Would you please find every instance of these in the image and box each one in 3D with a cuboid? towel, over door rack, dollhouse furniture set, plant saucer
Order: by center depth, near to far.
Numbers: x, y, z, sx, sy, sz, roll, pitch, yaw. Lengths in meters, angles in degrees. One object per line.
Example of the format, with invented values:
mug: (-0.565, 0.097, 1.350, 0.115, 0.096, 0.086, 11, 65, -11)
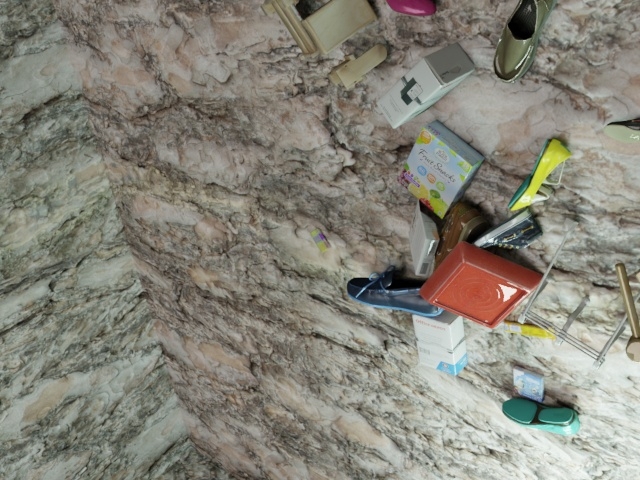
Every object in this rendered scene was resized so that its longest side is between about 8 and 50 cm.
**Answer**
over door rack: (0.664, 0.127, 1.801, 0.239, 0.108, 0.324, 33, 123, 25)
plant saucer: (0.433, 0.138, 1.984, 0.259, 0.048, 0.258, 22, 138, -8)
dollhouse furniture set: (0.014, -0.592, 2.031, 0.303, 0.173, 0.355, 56, 174, -19)
towel: (0.000, 0.000, 2.491, 0.083, 0.009, 0.060, 57, 143, 0)

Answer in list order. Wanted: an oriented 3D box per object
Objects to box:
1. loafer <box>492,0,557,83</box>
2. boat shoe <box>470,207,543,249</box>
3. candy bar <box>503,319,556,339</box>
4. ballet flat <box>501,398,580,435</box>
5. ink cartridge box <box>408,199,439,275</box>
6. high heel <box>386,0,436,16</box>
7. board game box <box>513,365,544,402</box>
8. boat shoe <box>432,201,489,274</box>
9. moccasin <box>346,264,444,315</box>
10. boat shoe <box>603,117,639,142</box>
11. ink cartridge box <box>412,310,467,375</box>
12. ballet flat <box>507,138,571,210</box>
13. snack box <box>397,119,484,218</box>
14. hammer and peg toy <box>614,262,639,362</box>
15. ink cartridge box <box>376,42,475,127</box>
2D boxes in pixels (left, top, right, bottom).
loafer: (0.439, -0.460, 1.622, 0.094, 0.087, 0.251, 37, 138, 24)
boat shoe: (0.482, -0.003, 1.886, 0.183, 0.065, 0.083, -33, 92, 29)
candy bar: (0.581, 0.249, 2.034, 0.161, 0.018, 0.040, 5, 116, 46)
ballet flat: (0.644, 0.524, 2.118, 0.247, 0.083, 0.087, -3, 132, 50)
ink cartridge box: (0.294, -0.010, 2.084, 0.045, 0.179, 0.146, 6, 132, -4)
high heel: (0.192, -0.636, 1.775, 0.244, 0.082, 0.117, 43, 148, 34)
board game box: (0.609, 0.420, 2.124, 0.090, 0.020, 0.090, 16, 126, 39)
boat shoe: (0.376, 0.026, 2.038, 0.104, 0.110, 0.307, 52, 138, 33)
moccasin: (0.239, 0.140, 2.260, 0.341, 0.137, 0.117, 6, 117, 29)
boat shoe: (0.679, -0.239, 1.562, 0.133, 0.042, 0.049, 13, 150, 43)
ink cartridge box: (0.370, 0.304, 2.249, 0.139, 0.082, 0.191, 14, 124, 41)
ballet flat: (0.535, -0.144, 1.764, 0.077, 0.077, 0.231, 28, 135, 8)
snack box: (0.320, -0.191, 1.960, 0.174, 0.070, 0.207, 42, 139, 19)
hammer and peg toy: (0.801, 0.145, 1.563, 0.361, 0.127, 0.266, -27, 95, 36)
ink cartridge box: (0.262, -0.387, 1.816, 0.087, 0.153, 0.208, 56, 141, 2)
